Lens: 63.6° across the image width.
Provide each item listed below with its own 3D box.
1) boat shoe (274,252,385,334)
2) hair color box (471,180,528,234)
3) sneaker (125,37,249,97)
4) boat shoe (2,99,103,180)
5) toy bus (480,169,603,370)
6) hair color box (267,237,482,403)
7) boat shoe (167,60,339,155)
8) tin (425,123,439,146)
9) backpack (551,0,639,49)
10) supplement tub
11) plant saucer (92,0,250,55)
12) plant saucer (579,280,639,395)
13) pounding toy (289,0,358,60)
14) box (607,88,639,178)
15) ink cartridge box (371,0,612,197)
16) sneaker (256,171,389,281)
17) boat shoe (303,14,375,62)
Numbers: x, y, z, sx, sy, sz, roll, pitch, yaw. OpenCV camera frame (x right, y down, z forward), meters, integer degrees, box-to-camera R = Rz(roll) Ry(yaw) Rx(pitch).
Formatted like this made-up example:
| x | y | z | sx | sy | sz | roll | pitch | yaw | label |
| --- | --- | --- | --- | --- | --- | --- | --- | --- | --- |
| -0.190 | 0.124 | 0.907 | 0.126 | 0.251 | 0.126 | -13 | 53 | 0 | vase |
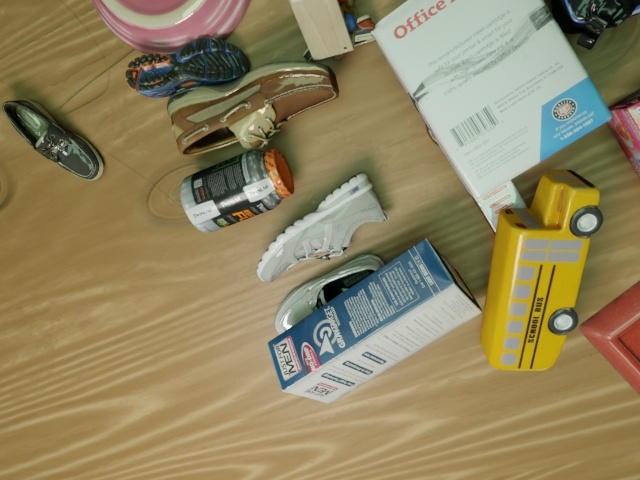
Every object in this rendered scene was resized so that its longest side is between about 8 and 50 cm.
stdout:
| x | y | z | sx | sy | sz | roll | pitch | yaw | label |
| --- | --- | --- | --- | --- | --- | --- | --- | --- | --- |
| 0.009 | 0.111 | 0.989 | 0.258 | 0.084 | 0.095 | -39 | 93 | 15 | boat shoe |
| 0.329 | -0.053 | 0.920 | 0.072 | 0.043 | 0.141 | -31 | 95 | 14 | hair color box |
| -0.242 | -0.314 | 0.956 | 0.221 | 0.087 | 0.083 | -9 | 88 | -5 | sneaker |
| -0.540 | -0.198 | 1.032 | 0.223 | 0.073 | 0.080 | 42 | 105 | 0 | boat shoe |
| 0.360 | 0.054 | 0.867 | 0.130 | 0.108 | 0.333 | 1 | 114 | 3 | toy bus |
| 0.096 | 0.156 | 0.927 | 0.347 | 0.174 | 0.105 | -35 | 53 | 14 | hair color box |
| -0.121 | -0.222 | 0.920 | 0.323 | 0.122 | 0.120 | -9 | 81 | 21 | boat shoe |
| 0.269 | -0.239 | 0.899 | 0.106 | 0.040 | 0.189 | 45 | 105 | -5 | tin |
| 0.457 | -0.447 | 0.735 | 0.263 | 0.213 | 0.277 | -13 | 105 | 21 | backpack |
| -0.152 | -0.096 | 0.960 | 0.190 | 0.117 | 0.117 | -19 | 97 | 14 | supplement tub |
| -0.283 | -0.502 | 0.921 | 0.331 | 0.084 | 0.332 | 2 | 102 | 10 | plant saucer |
| 0.651 | 0.174 | 0.906 | 0.259 | 0.048 | 0.258 | -43 | 91 | 14 | plant saucer |
| 0.020 | -0.395 | 0.828 | 0.100 | 0.141 | 0.130 | -8 | 141 | 20 | pounding toy |
| 0.585 | -0.134 | 0.817 | 0.128 | 0.122 | 0.257 | -31 | 94 | 15 | box |
| 0.257 | -0.256 | 0.811 | 0.223 | 0.129 | 0.308 | -32 | 92 | 14 | ink cartridge box |
| 0.000 | 0.000 | 0.958 | 0.281 | 0.105 | 0.115 | -38 | 92 | 14 | sneaker |
| 0.035 | -0.348 | 0.914 | 0.137 | 0.049 | 0.043 | -25 | 98 | 9 | boat shoe |
